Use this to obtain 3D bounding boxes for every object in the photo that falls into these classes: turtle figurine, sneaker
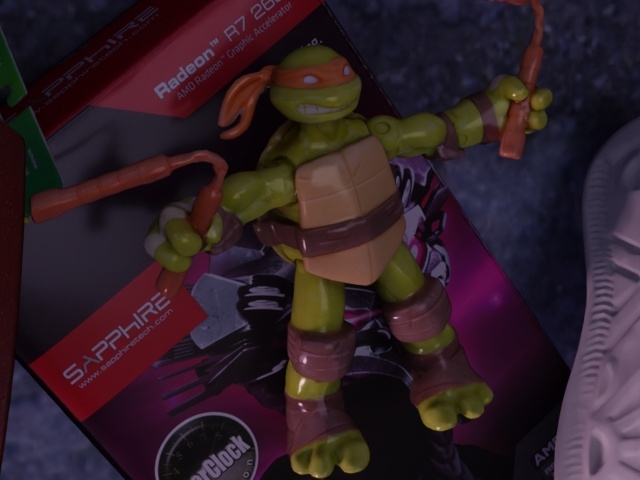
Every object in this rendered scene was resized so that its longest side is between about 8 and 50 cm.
[{"bbox_3d":[0.000,0.000,0.626,0.269,0.087,0.217,-26,119,-27],"label":"turtle figurine"},{"bbox_3d":[0.254,0.099,0.780,0.236,0.130,0.323,33,49,-35],"label":"sneaker"}]

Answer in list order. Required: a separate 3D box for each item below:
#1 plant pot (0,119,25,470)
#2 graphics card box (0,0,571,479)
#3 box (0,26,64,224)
[{"bbox_3d":[-0.254,0.018,0.449,0.267,0.267,0.236,46,62,-68],"label":"plant pot"},{"bbox_3d":[-0.021,0.050,0.729,0.233,0.094,0.371,-41,116,-11],"label":"graphics card box"},{"bbox_3d":[-0.207,-0.026,0.587,0.179,0.043,0.105,-27,77,10],"label":"box"}]
